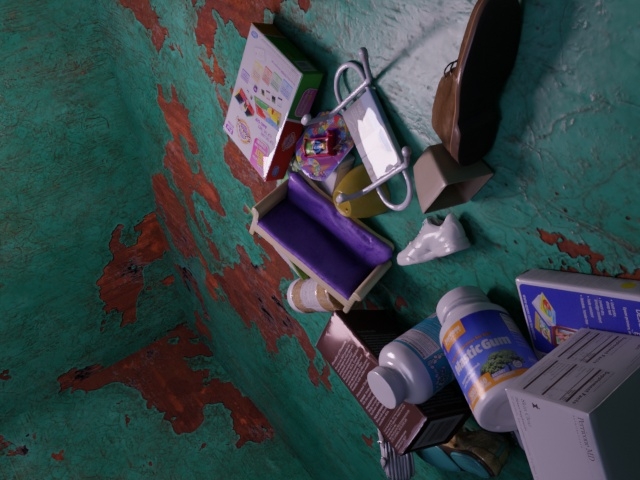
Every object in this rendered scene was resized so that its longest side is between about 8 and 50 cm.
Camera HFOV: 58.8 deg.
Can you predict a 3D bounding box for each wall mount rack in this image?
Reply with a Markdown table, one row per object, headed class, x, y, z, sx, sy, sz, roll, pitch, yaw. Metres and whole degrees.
| class | x | y | z | sx | sy | sz | roll | pitch | yaw |
| --- | --- | --- | --- | --- | --- | --- | --- | --- | --- |
| wall mount rack | 0.095 | -0.227 | 1.174 | 0.304 | 0.131 | 0.349 | -32 | 80 | 58 |

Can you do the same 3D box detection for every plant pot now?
| class | x | y | z | sx | sy | sz | roll | pitch | yaw |
| --- | --- | --- | --- | --- | --- | --- | --- | --- | --- |
| plant pot | 0.087 | -0.106 | 1.365 | 0.134 | 0.095 | 0.134 | 42 | 148 | 35 |
| plant pot | 0.239 | -0.127 | 1.078 | 0.096 | 0.109 | 0.109 | 66 | 156 | 21 |

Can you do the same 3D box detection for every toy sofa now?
| class | x | y | z | sx | sy | sz | roll | pitch | yaw |
| --- | --- | --- | --- | --- | --- | --- | --- | --- | --- |
| toy sofa | 0.000 | 0.000 | 1.465 | 0.363 | 0.150 | 0.177 | 40 | 148 | 9 |

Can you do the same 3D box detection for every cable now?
| class | x | y | z | sx | sy | sz | roll | pitch | yaw |
| --- | --- | --- | --- | --- | --- | --- | --- | --- | --- |
| cable | 0.216 | 0.560 | 1.647 | 0.257 | 0.089 | 0.257 | 76 | -170 | -45 |

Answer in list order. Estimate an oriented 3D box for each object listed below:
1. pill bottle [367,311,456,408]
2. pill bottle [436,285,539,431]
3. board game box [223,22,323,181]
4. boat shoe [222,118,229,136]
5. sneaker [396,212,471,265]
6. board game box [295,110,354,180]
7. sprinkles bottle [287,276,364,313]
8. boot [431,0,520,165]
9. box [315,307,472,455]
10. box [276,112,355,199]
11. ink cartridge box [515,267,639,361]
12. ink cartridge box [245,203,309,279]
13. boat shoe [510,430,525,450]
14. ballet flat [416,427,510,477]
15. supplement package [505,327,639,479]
| class | x | y | z | sx | sy | sz | roll | pitch | yaw |
| --- | --- | --- | --- | --- | --- | --- | --- | --- | --- |
| pill bottle | 0.233 | 0.265 | 1.267 | 0.146 | 0.264 | 0.146 | 42 | 148 | 35 |
| pill bottle | 0.324 | 0.217 | 1.110 | 0.272 | 0.153 | 0.152 | -108 | 11 | -51 |
| board game box | -0.133 | -0.348 | 1.448 | 0.242 | 0.064 | 0.316 | 52 | 136 | 29 |
| boat shoe | -0.215 | -0.347 | 1.679 | 0.095 | 0.095 | 0.257 | 57 | 153 | -2 |
| sneaker | 0.237 | -0.004 | 1.238 | 0.212 | 0.080 | 0.094 | -26 | 80 | 57 |
| board game box | -0.002 | -0.231 | 1.370 | 0.168 | 0.033 | 0.133 | -49 | 65 | 23 |
| sprinkles bottle | 0.007 | 0.158 | 1.697 | 0.121 | 0.121 | 0.355 | 64 | 158 | -3 |
| boot | 0.239 | -0.273 | 0.940 | 0.115 | 0.113 | 0.305 | 55 | 157 | 37 |
| box | 0.175 | 0.342 | 1.443 | 0.381 | 0.191 | 0.143 | 49 | 121 | 40 |
| box | -0.025 | -0.176 | 1.541 | 0.232 | 0.059 | 0.321 | 49 | 149 | 25 |
| ink cartridge box | 0.502 | 0.204 | 0.960 | 0.307 | 0.072 | 0.303 | 7 | 120 | 56 |
| ink cartridge box | -0.110 | -0.024 | 1.741 | 0.255 | 0.097 | 0.188 | 45 | 168 | 46 |
| boat shoe | 0.442 | 0.414 | 1.282 | 0.040 | 0.049 | 0.142 | 7 | 123 | 59 |
| ballet flat | 0.363 | 0.531 | 1.460 | 0.123 | 0.123 | 0.348 | 60 | 157 | 4 |
| supplement package | 0.435 | 0.302 | 0.868 | 0.145 | 0.204 | 0.261 | -1 | 113 | 60 |
